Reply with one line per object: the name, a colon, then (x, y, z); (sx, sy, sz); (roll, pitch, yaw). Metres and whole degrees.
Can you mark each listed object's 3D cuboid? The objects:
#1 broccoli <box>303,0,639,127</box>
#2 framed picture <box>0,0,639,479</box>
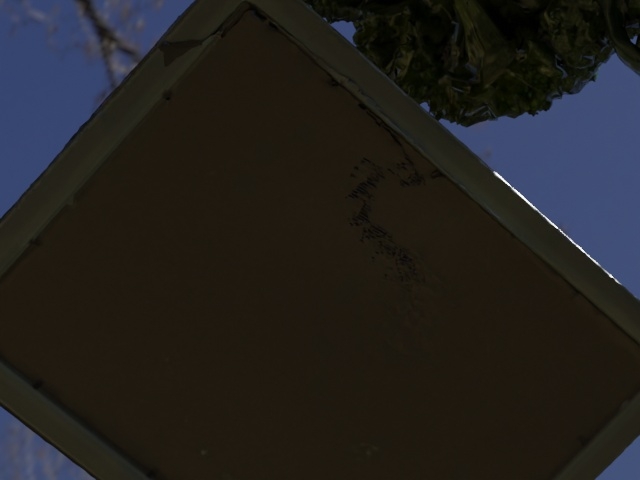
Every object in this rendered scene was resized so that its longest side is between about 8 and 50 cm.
broccoli: (0.083, -0.196, 0.859); (0.321, 0.304, 0.283); (-46, -27, 26)
framed picture: (-0.003, 0.043, 0.848); (0.273, 0.016, 0.216); (41, -80, -15)
